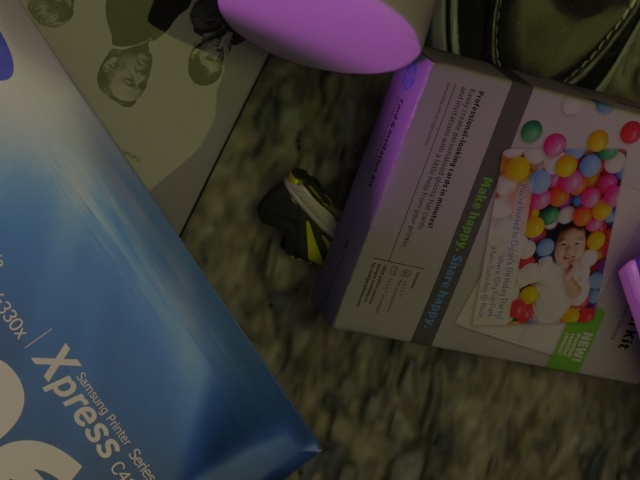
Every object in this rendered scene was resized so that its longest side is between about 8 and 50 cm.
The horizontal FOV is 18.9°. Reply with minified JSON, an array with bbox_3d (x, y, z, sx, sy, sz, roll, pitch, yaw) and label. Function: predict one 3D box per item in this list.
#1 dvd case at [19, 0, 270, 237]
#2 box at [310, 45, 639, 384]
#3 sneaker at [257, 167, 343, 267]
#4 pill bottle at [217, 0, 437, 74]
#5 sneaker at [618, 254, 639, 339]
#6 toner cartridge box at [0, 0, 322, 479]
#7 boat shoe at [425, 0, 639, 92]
[{"bbox_3d":[-0.122,-0.096,0.951,0.179,0.029,0.239,28,83,-15],"label":"dvd case"},{"bbox_3d":[0.105,-0.010,0.976,0.186,0.038,0.145,12,110,-26],"label":"box"},{"bbox_3d":[0.000,0.000,0.992,0.035,0.031,0.083,-32,111,17],"label":"sneaker"},{"bbox_3d":[0.023,-0.193,0.923,0.119,0.119,0.208,19,71,-16],"label":"pill bottle"},{"bbox_3d":[0.286,0.109,0.908,0.127,0.182,0.315,-30,86,-13],"label":"sneaker"},{"bbox_3d":[-0.165,0.002,0.885,0.165,0.075,0.348,-37,102,-13],"label":"toner cartridge box"},{"bbox_3d":[0.154,-0.202,0.983,0.121,0.119,0.335,24,87,-16],"label":"boat shoe"}]
